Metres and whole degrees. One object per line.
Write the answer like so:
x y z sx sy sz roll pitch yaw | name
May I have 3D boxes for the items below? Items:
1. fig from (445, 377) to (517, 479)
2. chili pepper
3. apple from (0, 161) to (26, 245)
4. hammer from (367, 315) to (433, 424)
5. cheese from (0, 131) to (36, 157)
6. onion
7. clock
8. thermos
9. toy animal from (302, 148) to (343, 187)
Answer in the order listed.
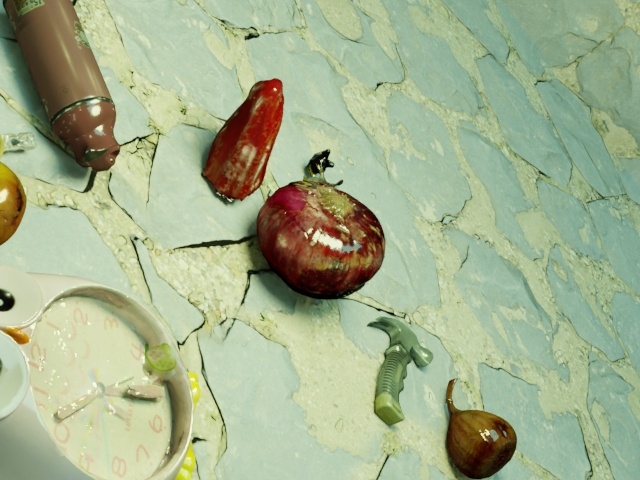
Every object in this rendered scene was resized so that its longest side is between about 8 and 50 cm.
0.288 0.366 2.113 0.201 0.134 0.146 49 0 26 | fig
-0.119 -0.203 1.939 0.136 0.253 0.144 46 40 16 | chili pepper
-0.477 -0.053 1.484 0.146 0.146 0.146 30 43 -33 | apple
0.144 0.250 2.074 0.159 0.041 0.226 42 38 -20 | hammer
-0.496 -0.144 1.613 0.162 0.036 0.086 -11 73 -53 | cheese
0.000 0.000 1.968 0.246 0.190 0.246 19 39 -16 | onion
-0.366 0.197 1.321 0.376 0.250 0.368 36 41 -37 | clock
-0.413 -0.256 1.756 0.109 0.136 0.330 -18 76 -26 | thermos
-0.009 -0.106 2.148 0.105 0.070 0.202 66 27 -21 | toy animal
